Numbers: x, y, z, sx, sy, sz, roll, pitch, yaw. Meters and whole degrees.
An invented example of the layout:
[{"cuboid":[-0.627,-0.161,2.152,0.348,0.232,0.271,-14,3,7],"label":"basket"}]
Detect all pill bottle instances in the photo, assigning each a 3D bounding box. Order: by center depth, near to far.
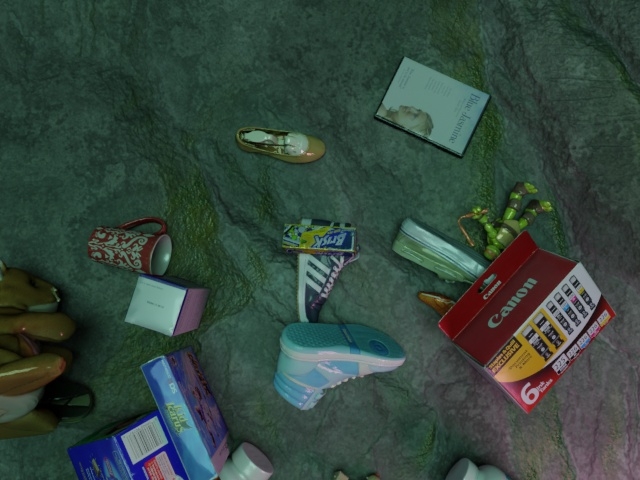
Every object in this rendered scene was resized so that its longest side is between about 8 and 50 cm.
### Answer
[{"cuboid":[0.414,0.618,1.150,0.264,0.146,0.146,38,86,4],"label":"pill bottle"},{"cuboid":[-0.219,0.590,1.178,0.121,0.121,0.221,40,87,4],"label":"pill bottle"}]

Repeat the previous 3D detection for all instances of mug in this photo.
[{"cuboid":[-0.466,0.015,1.260,0.169,0.150,0.113,10,121,6],"label":"mug"}]

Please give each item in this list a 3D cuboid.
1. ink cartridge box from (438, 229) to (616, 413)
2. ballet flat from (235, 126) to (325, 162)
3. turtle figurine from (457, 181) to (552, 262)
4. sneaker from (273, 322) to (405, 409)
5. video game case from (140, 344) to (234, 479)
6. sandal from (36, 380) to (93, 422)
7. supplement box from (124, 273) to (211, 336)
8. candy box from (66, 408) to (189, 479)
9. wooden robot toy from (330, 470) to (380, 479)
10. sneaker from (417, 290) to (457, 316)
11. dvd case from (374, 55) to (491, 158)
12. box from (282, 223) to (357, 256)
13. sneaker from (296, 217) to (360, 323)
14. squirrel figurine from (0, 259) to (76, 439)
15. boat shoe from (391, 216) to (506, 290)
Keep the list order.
[{"cuboid":[0.464,0.180,1.143,0.309,0.130,0.272,-47,116,-3],"label":"ink cartridge box"},{"cuboid":[-0.104,-0.243,1.278,0.232,0.073,0.080,5,85,1],"label":"ballet flat"},{"cuboid":[0.470,-0.020,1.240,0.269,0.087,0.217,40,82,-6],"label":"turtle figurine"},{"cuboid":[0.033,0.311,1.213,0.319,0.127,0.208,11,114,-19],"label":"sneaker"},{"cuboid":[-0.288,0.377,1.137,0.061,0.244,0.270,-25,85,-5],"label":"video game case"},{"cuboid":[-0.708,0.382,1.220,0.302,0.086,0.120,20,48,-8],"label":"sandal"},{"cuboid":[-0.345,0.145,1.173,0.111,0.220,0.114,17,86,3],"label":"supplement box"},{"cuboid":[-0.405,0.532,1.101,0.317,0.122,0.268,-29,85,42],"label":"candy box"},{"cuboid":[0.110,0.593,1.212,0.173,0.076,0.079,31,51,4],"label":"wooden robot toy"},{"cuboid":[0.315,0.175,1.237,0.175,0.064,0.067,26,96,6],"label":"sneaker"},{"cuboid":[0.288,-0.343,1.305,0.253,0.022,0.180,26,85,3],"label":"dvd case"},{"cuboid":[0.000,0.000,1.176,0.168,0.054,0.059,3,75,9],"label":"box"},{"cuboid":[0.021,0.085,1.232,0.153,0.099,0.282,1,82,3],"label":"sneaker"},{"cuboid":[-0.752,0.216,1.107,0.396,0.281,0.370,-3,47,-24],"label":"squirrel figurine"},{"cuboid":[0.318,0.053,1.241,0.302,0.109,0.094,32,111,7],"label":"boat shoe"}]
